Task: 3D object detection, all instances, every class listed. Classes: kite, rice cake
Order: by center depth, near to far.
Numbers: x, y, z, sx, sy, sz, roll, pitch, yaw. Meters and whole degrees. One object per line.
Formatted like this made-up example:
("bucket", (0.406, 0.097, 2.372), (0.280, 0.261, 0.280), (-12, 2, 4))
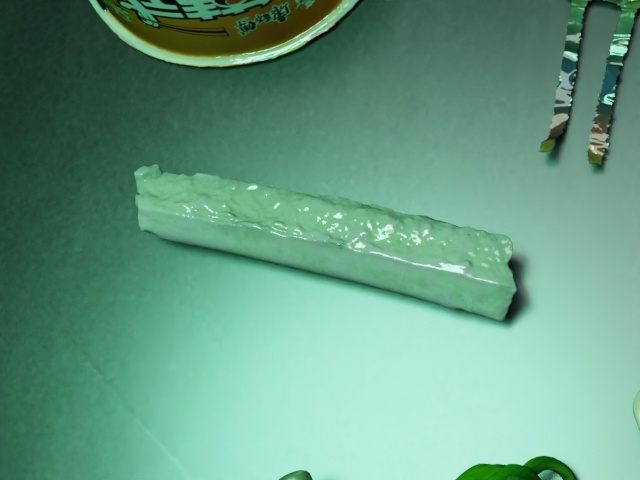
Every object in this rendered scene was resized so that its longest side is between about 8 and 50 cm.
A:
("rice cake", (0.000, -0.001, 1.002), (0.270, 0.055, 0.049), (13, 61, 15))
("kite", (0.206, -0.163, 1.006), (0.141, 0.015, 0.245), (11, 77, 18))

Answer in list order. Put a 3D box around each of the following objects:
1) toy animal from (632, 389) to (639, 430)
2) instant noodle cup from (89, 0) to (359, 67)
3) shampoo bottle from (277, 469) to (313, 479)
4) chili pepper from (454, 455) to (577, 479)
("toy animal", (0.250, 0.104, 0.900), (0.150, 0.083, 0.089), (37, 91, 18))
("instant noodle cup", (-0.084, -0.260, 1.009), (0.250, 0.192, 0.250), (-3, 77, 13))
("shampoo bottle", (0.015, 0.216, 0.936), (0.079, 0.079, 0.162), (-30, 72, 6))
("chili pepper", (0.079, 0.220, 0.869), (0.100, 0.074, 0.257), (24, 61, 4))
